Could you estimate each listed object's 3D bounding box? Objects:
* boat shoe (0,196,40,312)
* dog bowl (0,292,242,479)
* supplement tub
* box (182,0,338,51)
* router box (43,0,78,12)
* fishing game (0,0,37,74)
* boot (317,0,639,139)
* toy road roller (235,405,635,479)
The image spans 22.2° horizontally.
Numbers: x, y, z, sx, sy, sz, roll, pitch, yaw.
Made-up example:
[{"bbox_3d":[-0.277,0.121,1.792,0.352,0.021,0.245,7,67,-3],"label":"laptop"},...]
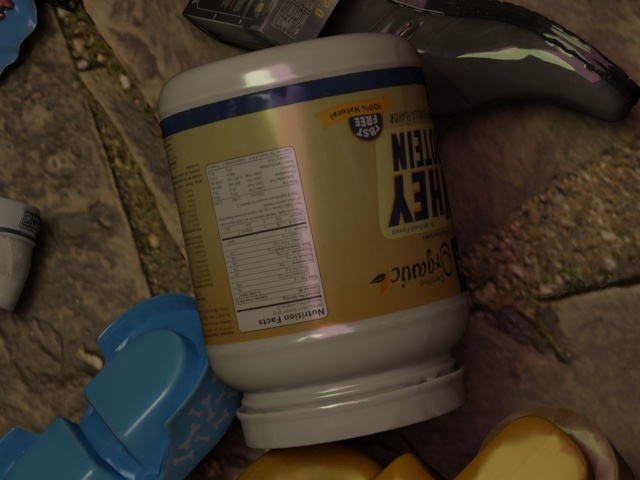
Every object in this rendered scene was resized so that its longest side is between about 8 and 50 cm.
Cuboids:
[{"bbox_3d":[-0.459,0.021,1.572,0.367,0.136,0.156,8,80,4],"label":"boat shoe"},{"bbox_3d":[-0.187,0.183,1.459,0.297,0.074,0.166,-47,37,-2],"label":"dog bowl"},{"bbox_3d":[0.000,0.000,1.368,0.228,0.228,0.316,-11,91,9],"label":"supplement tub"},{"bbox_3d":[-0.019,-0.287,1.527,0.231,0.056,0.183,-60,30,-4],"label":"box"},{"bbox_3d":[-0.287,-0.297,1.656,0.122,0.038,0.092,23,83,17],"label":"router box"},{"bbox_3d":[-0.370,-0.246,1.631,0.264,0.041,0.189,-33,80,14],"label":"fishing game"},{"bbox_3d":[0.108,-0.117,1.501,0.338,0.118,0.223,25,87,25],"label":"boot"},{"bbox_3d":[0.078,0.236,1.358,0.329,0.202,0.240,-43,64,0],"label":"toy road roller"}]
